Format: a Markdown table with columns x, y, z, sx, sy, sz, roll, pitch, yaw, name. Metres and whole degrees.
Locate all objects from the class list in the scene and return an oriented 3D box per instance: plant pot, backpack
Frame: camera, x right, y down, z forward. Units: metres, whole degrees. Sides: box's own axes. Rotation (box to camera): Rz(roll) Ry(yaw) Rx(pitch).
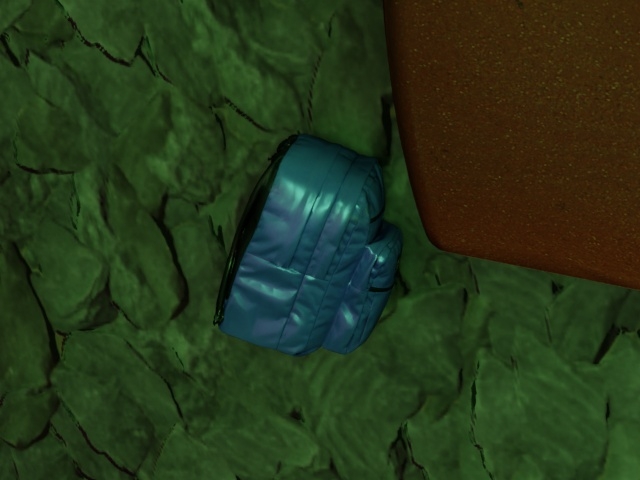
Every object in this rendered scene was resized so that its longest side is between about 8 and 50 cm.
| x | y | z | sx | sy | sz | roll | pitch | yaw | name |
| --- | --- | --- | --- | --- | --- | --- | --- | --- | --- |
| 0.169 | -0.145 | 0.629 | 0.267 | 0.267 | 0.236 | 12 | 154 | 30 | plant pot |
| 0.000 | 0.000 | 0.962 | 0.101 | 0.098 | 0.120 | 16 | 108 | 0 | backpack |
